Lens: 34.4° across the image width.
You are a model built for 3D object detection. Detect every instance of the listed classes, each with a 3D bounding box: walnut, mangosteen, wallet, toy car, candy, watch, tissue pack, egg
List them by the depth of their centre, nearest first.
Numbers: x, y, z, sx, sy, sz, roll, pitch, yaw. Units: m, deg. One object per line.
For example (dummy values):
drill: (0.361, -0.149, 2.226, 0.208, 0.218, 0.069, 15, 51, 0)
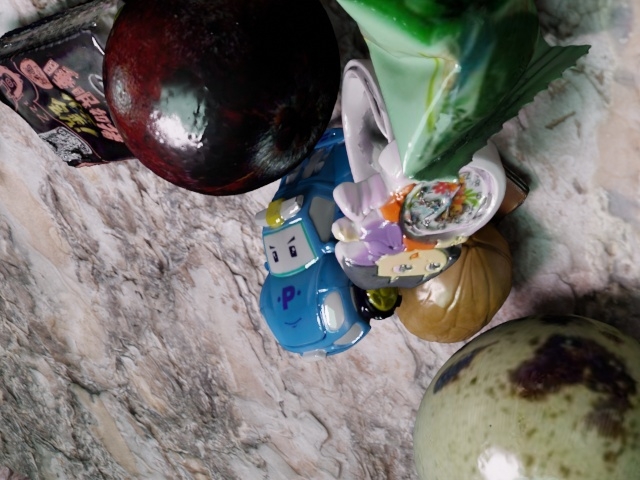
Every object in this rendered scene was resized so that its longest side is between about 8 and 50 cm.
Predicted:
candy: (0.088, -0.274, 0.995, 0.172, 0.263, 0.398, 6, 137, 46)
watch: (0.083, -0.090, 1.203, 0.196, 0.231, 0.244, -13, 140, -13)
mangosteen: (-0.130, -0.206, 1.234, 0.300, 0.300, 0.300, 21, 143, 17)
wallet: (0.184, -0.097, 1.335, 0.176, 0.026, 0.095, 39, 146, 1)
toy car: (0.000, 0.000, 1.358, 0.166, 0.314, 0.198, 27, 153, -31)
walnut: (0.173, 0.051, 1.396, 0.167, 0.167, 0.207, 31, 153, 4)
egg: (0.302, 0.279, 1.414, 0.345, 0.345, 0.428, 41, 145, -10)
tissue pack: (-0.325, -0.220, 1.513, 0.332, 0.123, 0.245, -3, 137, 45)
